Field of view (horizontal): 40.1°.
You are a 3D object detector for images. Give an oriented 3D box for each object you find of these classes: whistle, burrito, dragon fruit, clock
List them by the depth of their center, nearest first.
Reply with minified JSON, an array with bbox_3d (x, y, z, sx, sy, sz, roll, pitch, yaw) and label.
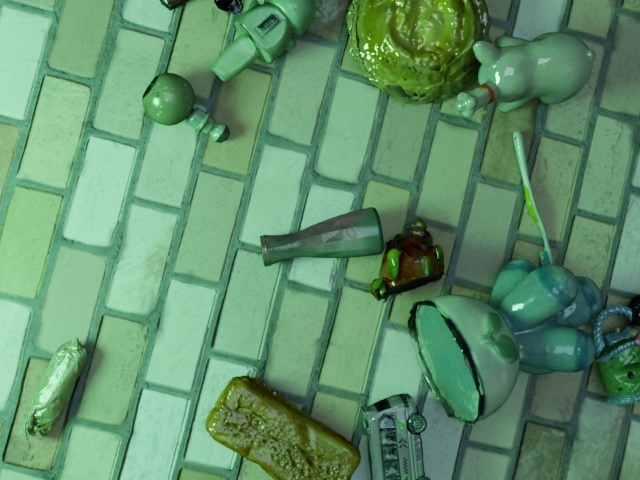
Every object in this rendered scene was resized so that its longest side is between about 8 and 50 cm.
[{"bbox_3d":[-0.453,0.254,1.500,0.058,0.045,0.188,27,83,-13],"label":"burrito"},{"bbox_3d":[-0.093,-0.371,1.545,0.244,0.092,0.110,-45,96,-8],"label":"whistle"},{"bbox_3d":[0.155,0.045,1.562,0.138,0.142,0.175,-16,54,26],"label":"dragon fruit"},{"bbox_3d":[0.601,0.196,1.621,0.194,0.100,0.195,-7,88,-6],"label":"clock"}]

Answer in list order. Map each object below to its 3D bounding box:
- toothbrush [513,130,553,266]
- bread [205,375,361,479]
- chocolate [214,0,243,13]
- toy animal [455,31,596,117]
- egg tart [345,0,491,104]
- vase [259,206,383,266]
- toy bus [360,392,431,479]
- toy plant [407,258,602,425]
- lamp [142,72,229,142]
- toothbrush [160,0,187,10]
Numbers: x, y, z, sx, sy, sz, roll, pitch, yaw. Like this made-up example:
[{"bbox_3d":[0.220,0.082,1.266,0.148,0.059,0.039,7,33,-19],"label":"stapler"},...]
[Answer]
[{"bbox_3d":[0.398,-0.078,1.639,0.026,0.022,0.262,-12,90,-20],"label":"toothbrush"},{"bbox_3d":[-0.064,0.347,1.535,0.271,0.077,0.139,33,81,-7],"label":"bread"},{"bbox_3d":[-0.141,-0.556,1.505,0.148,0.126,0.343,5,78,-43],"label":"chocolate"},{"bbox_3d":[0.345,-0.301,1.571,0.283,0.138,0.140,-12,98,-15],"label":"toy animal"},{"bbox_3d":[0.185,-0.384,1.583,0.279,0.095,0.278,0,90,-10],"label":"egg tart"},{"bbox_3d":[0.000,0.000,1.555,0.214,0.086,0.086,-10,90,-3],"label":"vase"},{"bbox_3d":[0.134,0.377,1.553,0.108,0.096,0.198,-7,92,-4],"label":"toy bus"},{"bbox_3d":[0.350,0.155,1.540,0.332,0.247,0.247,-21,91,-15],"label":"toy plant"},{"bbox_3d":[-0.229,-0.224,1.532,0.163,0.091,0.091,31,84,-21],"label":"lamp"},{"bbox_3d":[-0.129,-0.517,1.571,0.364,0.041,0.041,-33,93,-8],"label":"toothbrush"}]
